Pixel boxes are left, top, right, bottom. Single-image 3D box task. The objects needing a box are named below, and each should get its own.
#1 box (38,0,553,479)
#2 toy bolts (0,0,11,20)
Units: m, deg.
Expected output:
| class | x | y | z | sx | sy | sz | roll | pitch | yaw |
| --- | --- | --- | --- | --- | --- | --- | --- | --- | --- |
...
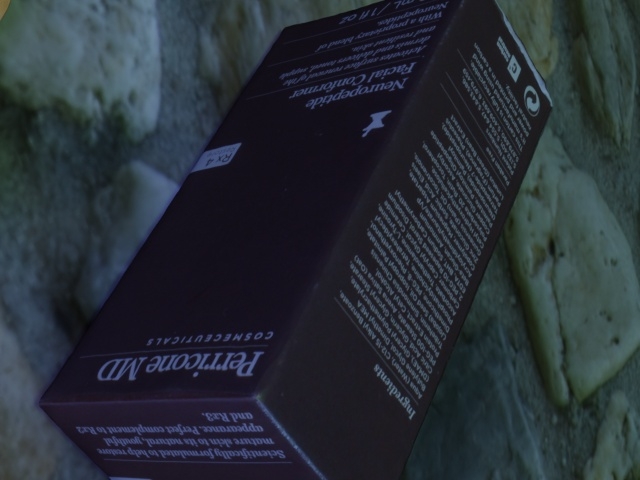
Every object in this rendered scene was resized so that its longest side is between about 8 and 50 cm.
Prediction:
| class | x | y | z | sx | sy | sz | roll | pitch | yaw |
| --- | --- | --- | --- | --- | --- | --- | --- | --- | --- |
| box | 0.000 | 0.000 | 0.813 | 0.143 | 0.191 | 0.381 | 52 | 47 | -32 |
| toy bolts | -0.225 | -0.125 | 0.558 | 0.228 | 0.158 | 0.218 | 43 | 65 | -37 |
